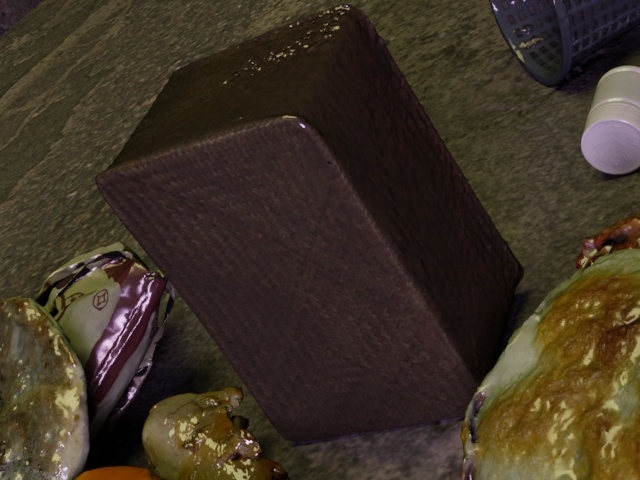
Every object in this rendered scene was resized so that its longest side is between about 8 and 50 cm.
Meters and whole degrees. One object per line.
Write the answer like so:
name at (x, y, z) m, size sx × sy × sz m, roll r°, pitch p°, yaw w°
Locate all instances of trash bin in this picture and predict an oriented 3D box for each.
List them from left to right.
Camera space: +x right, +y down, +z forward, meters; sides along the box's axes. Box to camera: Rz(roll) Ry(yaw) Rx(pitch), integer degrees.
trash bin at (0.260, -0.261, 1.242) m, size 0.161 × 0.175 × 0.175 m, roll -24°, pitch 24°, yaw -9°

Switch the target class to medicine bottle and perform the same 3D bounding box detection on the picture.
medicine bottle at (0.251, -0.101, 1.064) m, size 0.057 × 0.057 × 0.089 m, roll -15°, pitch 29°, yaw 31°

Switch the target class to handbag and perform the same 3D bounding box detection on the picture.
handbag at (-0.223, 0.110, 1.115) m, size 0.235 × 0.127 × 0.213 m, roll -59°, pitch 19°, yaw -2°

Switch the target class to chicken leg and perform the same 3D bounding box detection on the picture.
chicken leg at (-0.062, 0.159, 0.931) m, size 0.178 × 0.070 × 0.093 m, roll 21°, pitch 74°, yaw 50°

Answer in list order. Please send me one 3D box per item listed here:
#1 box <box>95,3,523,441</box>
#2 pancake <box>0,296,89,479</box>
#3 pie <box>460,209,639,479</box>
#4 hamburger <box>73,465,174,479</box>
box at (0.001, -0.002, 0.912) m, size 0.184 × 0.273 × 0.143 m, roll -15°, pitch 33°, yaw 33°
pancake at (-0.272, 0.164, 1.022) m, size 0.253 × 0.037 × 0.254 m, roll -17°, pitch 60°, yaw 33°
pie at (0.200, 0.098, 0.719) m, size 0.257 × 0.105 × 0.274 m, roll -47°, pitch 29°, yaw -15°
hamburger at (-0.158, 0.230, 0.880) m, size 0.137 × 0.087 × 0.166 m, roll -3°, pitch 36°, yaw 47°
